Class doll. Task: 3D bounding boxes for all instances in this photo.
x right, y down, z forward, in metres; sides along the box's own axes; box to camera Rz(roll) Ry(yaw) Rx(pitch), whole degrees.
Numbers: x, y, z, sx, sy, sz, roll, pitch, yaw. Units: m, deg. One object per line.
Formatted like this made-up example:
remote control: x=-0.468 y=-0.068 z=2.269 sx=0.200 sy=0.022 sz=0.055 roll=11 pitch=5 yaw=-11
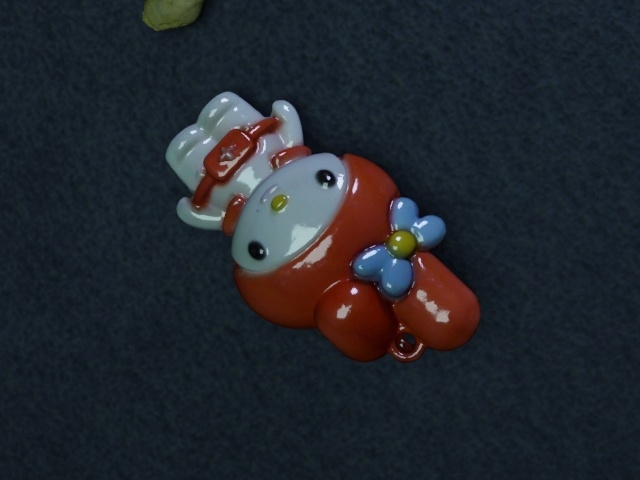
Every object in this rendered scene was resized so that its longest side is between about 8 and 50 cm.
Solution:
doll: x=0.000 y=0.000 z=1.154 sx=0.290 sy=0.130 sz=0.161 roll=43 pitch=87 yaw=13

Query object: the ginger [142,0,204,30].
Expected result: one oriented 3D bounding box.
ginger: x=-0.040 y=-0.285 z=1.150 sx=0.299 sy=0.065 sz=0.118 roll=-28 pitch=108 yaw=10
